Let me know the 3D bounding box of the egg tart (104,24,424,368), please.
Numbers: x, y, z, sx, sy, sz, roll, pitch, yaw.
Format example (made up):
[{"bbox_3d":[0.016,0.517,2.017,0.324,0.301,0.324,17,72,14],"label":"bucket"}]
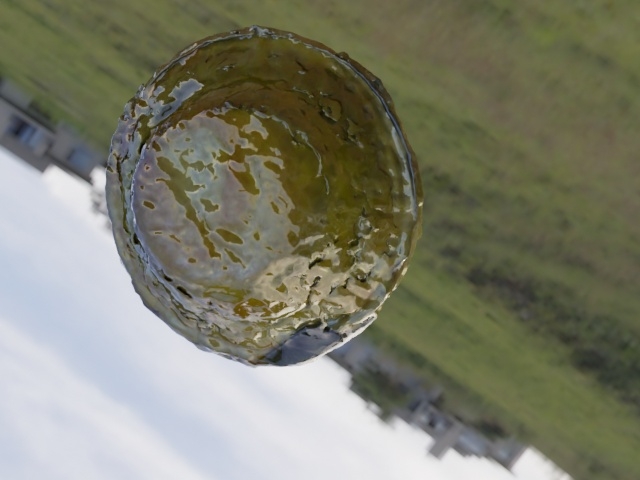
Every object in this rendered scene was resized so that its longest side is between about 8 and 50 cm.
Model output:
[{"bbox_3d":[-0.089,-0.052,1.763,0.443,0.443,0.178,39,-164,11],"label":"egg tart"}]
